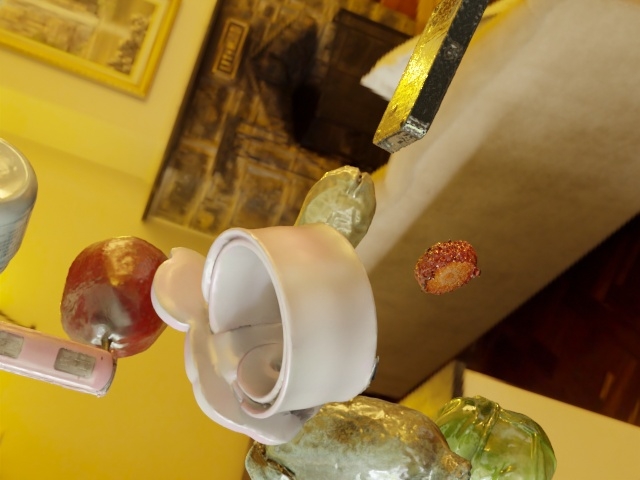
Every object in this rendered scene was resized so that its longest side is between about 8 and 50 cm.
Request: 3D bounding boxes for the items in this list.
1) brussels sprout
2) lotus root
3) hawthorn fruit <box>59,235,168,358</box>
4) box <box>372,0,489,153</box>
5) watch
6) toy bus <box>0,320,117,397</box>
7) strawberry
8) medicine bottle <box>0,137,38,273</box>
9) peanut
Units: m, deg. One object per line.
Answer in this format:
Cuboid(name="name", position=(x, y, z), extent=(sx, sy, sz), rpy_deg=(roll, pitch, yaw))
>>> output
Cuboid(name="brussels sprout", position=(0.318, 0.423, 1.690), extent=(0.227, 0.259, 0.294), rpy_deg=(-62, -7, -15))
Cuboid(name="lotus root", position=(0.059, 0.313, 1.309), extent=(0.175, 0.349, 0.175), rpy_deg=(-2, -90, -65))
Cuboid(name="hawthorn fruit", position=(-0.319, 0.103, 1.366), extent=(0.251, 0.189, 0.189), rpy_deg=(-79, 13, -56))
Cuboid(name="box", position=(0.221, -0.349, 1.758), extent=(0.350, 0.058, 0.211), rpy_deg=(-65, 13, -11))
Cuboid(name="watch", position=(-0.040, 0.066, 0.917), extent=(0.217, 0.211, 0.248), rpy_deg=(-54, 49, 46))
Cuboid(name="toy bus", position=(-0.364, 0.149, 1.127), extent=(0.090, 0.203, 0.063), rpy_deg=(143, 142, -68))
Cuboid(name="strawberry", position=(0.264, 0.054, 1.857), extent=(0.145, 0.145, 0.086), rpy_deg=(-54, 48, 54))
Cuboid(name="medicine bottle", position=(-0.698, -0.035, 1.695), extent=(0.306, 0.245, 0.245), rpy_deg=(-57, 18, 36))
Cuboid(name="peanut", position=(0.000, 0.000, 1.525), extent=(0.290, 0.130, 0.130), rpy_deg=(-57, 16, 19))
